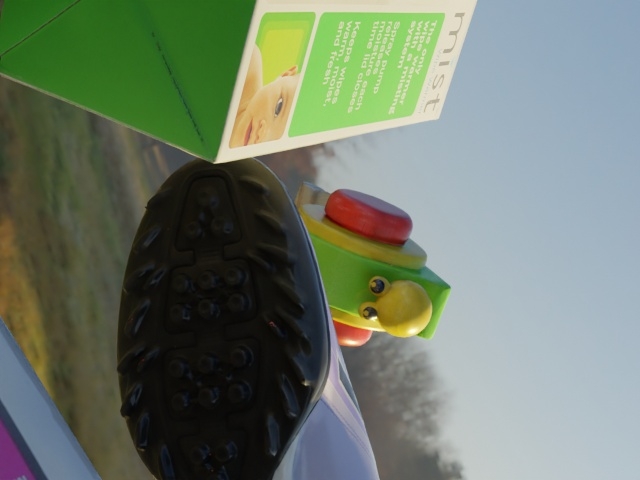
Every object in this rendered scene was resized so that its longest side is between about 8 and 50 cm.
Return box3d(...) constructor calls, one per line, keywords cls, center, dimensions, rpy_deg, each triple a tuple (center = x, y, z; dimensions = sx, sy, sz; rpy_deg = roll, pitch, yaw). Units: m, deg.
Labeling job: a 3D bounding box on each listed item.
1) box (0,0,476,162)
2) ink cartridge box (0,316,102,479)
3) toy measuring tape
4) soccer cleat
box3d(cls="box", center=(-0.005, -0.186, 0.544), dimensions=(0.231, 0.126, 0.262), rpy_deg=(-17, 127, -60))
box3d(cls="ink cartridge box", center=(-0.094, 0.134, 0.393), dimensions=(0.371, 0.069, 0.176), rpy_deg=(45, -36, 33))
box3d(cls="toy measuring tape", center=(0.000, 0.000, 0.990), dimensions=(0.330, 0.121, 0.121), rpy_deg=(-136, -152, -63))
box3d(cls="soccer cleat", center=(-0.018, 0.115, 0.599), dimensions=(0.116, 0.108, 0.318), rpy_deg=(-7, 85, -68))
